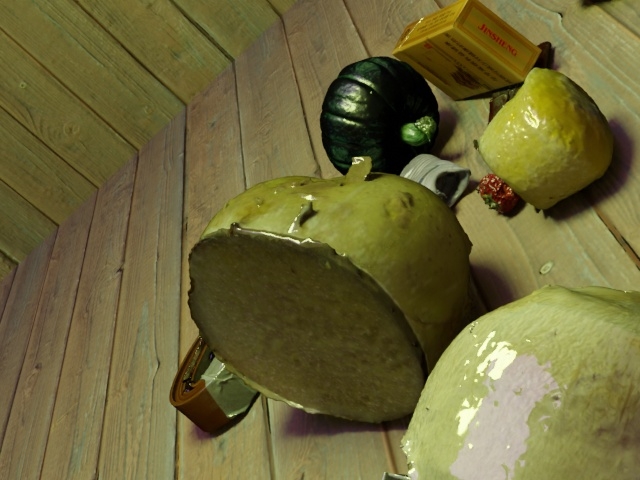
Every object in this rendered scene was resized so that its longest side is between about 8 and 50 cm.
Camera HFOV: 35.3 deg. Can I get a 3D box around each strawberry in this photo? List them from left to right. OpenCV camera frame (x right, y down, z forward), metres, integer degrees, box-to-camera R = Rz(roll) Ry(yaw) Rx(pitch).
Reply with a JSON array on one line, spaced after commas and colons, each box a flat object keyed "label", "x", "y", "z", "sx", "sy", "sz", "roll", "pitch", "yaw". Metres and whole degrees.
[{"label": "strawberry", "x": 0.301, "y": -0.086, "z": 1.643, "sx": 0.083, "sy": 0.073, "sz": 0.073, "roll": -39, "pitch": 23, "yaw": -13}]

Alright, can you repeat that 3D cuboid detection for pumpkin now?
[{"label": "pumpkin", "x": 0.132, "y": -0.219, "z": 1.911, "sx": 0.248, "sy": 0.248, "sz": 0.248, "roll": -37, "pitch": 27, "yaw": 22}]

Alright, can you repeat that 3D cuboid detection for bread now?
[{"label": "bread", "x": 0.349, "y": -0.154, "z": 1.535, "sx": 0.170, "sy": 0.197, "sz": 0.197, "roll": -41, "pitch": 25, "yaw": 30}]

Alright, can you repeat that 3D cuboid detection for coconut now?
[{"label": "coconut", "x": 0.248, "y": 0.215, "z": 0.971, "sx": 0.346, "sy": 0.346, "sz": 0.360, "roll": -4, "pitch": 49, "yaw": 56}]

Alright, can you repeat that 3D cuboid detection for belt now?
[{"label": "belt", "x": -0.176, "y": 0.229, "z": 1.901, "sx": 0.184, "sy": 0.105, "sz": 0.261, "roll": -24, "pitch": 31, "yaw": 45}]

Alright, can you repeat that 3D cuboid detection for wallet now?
[{"label": "wallet", "x": 0.360, "y": -0.261, "z": 1.837, "sx": 0.137, "sy": 0.031, "sz": 0.255, "roll": -34, "pitch": 25, "yaw": 37}]

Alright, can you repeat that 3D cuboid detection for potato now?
[{"label": "potato", "x": 0.028, "y": 0.039, "z": 1.535, "sx": 0.442, "sy": 0.385, "sz": 0.319, "roll": -6, "pitch": 34, "yaw": 41}]

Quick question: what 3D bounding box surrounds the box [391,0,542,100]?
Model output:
[{"label": "box", "x": 0.268, "y": -0.357, "z": 1.901, "sx": 0.076, "sy": 0.174, "sz": 0.274, "roll": -59, "pitch": 16, "yaw": -10}]

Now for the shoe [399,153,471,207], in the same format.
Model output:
[{"label": "shoe", "x": 0.164, "y": -0.055, "z": 1.781, "sx": 0.245, "sy": 0.095, "sz": 0.137, "roll": -48, "pitch": 21, "yaw": -16}]

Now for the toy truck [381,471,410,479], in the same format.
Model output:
[{"label": "toy truck", "x": 0.073, "y": 0.350, "z": 1.202, "sx": 0.286, "sy": 0.111, "sz": 0.136, "roll": 89, "pitch": -162, "yaw": -67}]
